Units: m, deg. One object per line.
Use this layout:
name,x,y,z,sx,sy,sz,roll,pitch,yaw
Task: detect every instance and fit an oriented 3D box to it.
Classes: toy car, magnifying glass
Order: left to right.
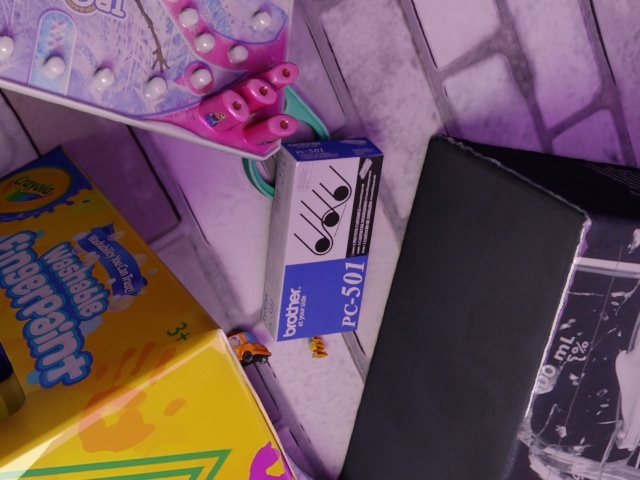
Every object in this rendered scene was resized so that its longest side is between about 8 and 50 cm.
toy car,-0.056,0.114,1.183,0.122,0.060,0.041,1,65,-44
magnifying glass,-0.047,-0.142,1.083,0.092,0.026,0.231,-24,117,-16

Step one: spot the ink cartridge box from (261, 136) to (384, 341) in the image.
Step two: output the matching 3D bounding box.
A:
ink cartridge box,0.000,0.000,1.131,0.097,0.046,0.207,-6,121,-25

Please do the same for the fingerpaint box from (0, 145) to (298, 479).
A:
fingerpaint box,-0.275,0.128,0.829,0.371,0.445,0.163,-30,119,-12

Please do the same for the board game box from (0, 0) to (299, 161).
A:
board game box,-0.169,-0.292,0.831,0.389,0.050,0.390,15,72,-32

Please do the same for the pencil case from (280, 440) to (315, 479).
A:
pencil case,-0.069,0.255,1.171,0.124,0.113,0.273,-27,122,18

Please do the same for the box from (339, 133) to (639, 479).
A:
box,0.321,0.171,1.234,0.471,0.297,0.480,6,107,-26
